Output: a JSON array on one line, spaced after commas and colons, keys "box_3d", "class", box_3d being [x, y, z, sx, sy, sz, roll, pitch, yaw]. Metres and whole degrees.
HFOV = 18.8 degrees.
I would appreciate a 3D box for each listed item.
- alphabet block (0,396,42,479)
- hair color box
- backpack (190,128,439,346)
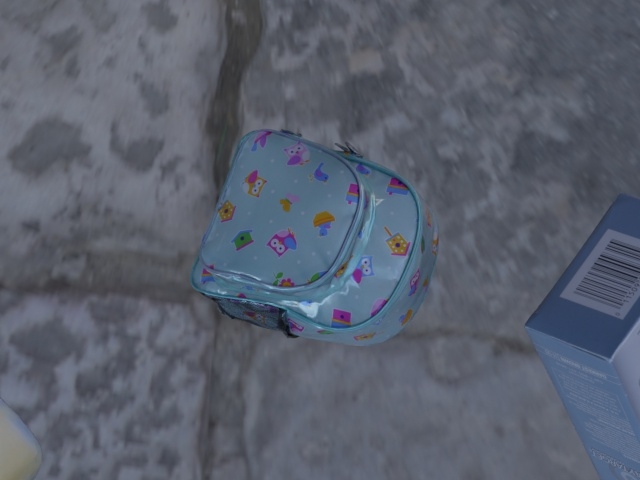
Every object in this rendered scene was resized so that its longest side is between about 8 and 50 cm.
[{"box_3d": [-0.251, 0.097, 0.657, 0.192, 0.197, 0.193, 48, 125, -1], "class": "alphabet block"}, {"box_3d": [0.355, 0.145, 2.012, 0.185, 0.114, 0.374, -51, 138, -20], "class": "hair color box"}, {"box_3d": [0.000, 0.000, 1.615, 0.188, 0.144, 0.166, 18, 77, 13], "class": "backpack"}]
